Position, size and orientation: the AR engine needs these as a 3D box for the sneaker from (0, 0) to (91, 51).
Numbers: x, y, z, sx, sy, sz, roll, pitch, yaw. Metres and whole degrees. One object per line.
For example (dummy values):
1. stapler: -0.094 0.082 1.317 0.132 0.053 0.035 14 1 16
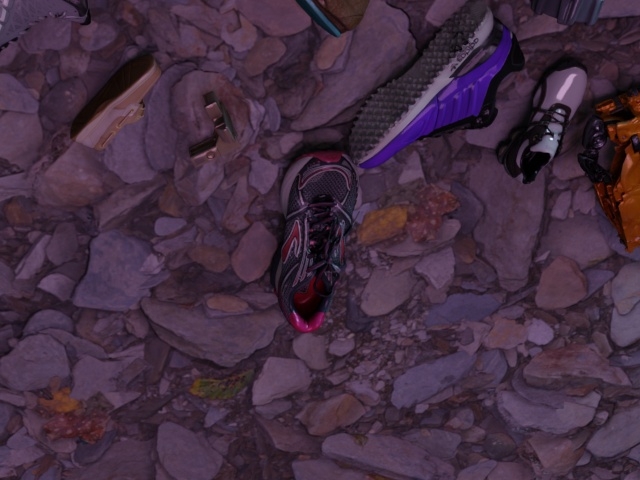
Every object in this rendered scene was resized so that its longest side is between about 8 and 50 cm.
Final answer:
1. sneaker: -0.365 -0.281 1.622 0.132 0.086 0.229 20 118 -28

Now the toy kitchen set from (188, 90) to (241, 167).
1. toy kitchen set: -0.159 -0.146 1.776 0.075 0.068 0.083 -25 127 5

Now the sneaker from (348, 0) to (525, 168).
1. sneaker: 0.175 -0.188 1.804 0.146 0.102 0.293 34 112 -32

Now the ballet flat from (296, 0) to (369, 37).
1. ballet flat: -0.049 -0.397 1.605 0.342 0.116 0.124 36 92 -33

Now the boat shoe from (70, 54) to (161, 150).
1. boat shoe: -0.269 -0.185 1.731 0.170 0.063 0.059 -38 128 26

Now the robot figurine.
1. robot figurine: 0.498 -0.122 1.940 0.211 0.085 0.291 -22 128 3

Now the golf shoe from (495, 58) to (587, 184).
1. golf shoe: 0.340 -0.167 1.865 0.077 0.094 0.198 17 118 -22

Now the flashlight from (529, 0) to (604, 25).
1. flashlight: 0.363 -0.438 1.672 0.103 0.103 0.304 -24 138 -48

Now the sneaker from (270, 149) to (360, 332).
1. sneaker: 0.000 0.000 1.894 0.120 0.112 0.299 -1 125 -13
